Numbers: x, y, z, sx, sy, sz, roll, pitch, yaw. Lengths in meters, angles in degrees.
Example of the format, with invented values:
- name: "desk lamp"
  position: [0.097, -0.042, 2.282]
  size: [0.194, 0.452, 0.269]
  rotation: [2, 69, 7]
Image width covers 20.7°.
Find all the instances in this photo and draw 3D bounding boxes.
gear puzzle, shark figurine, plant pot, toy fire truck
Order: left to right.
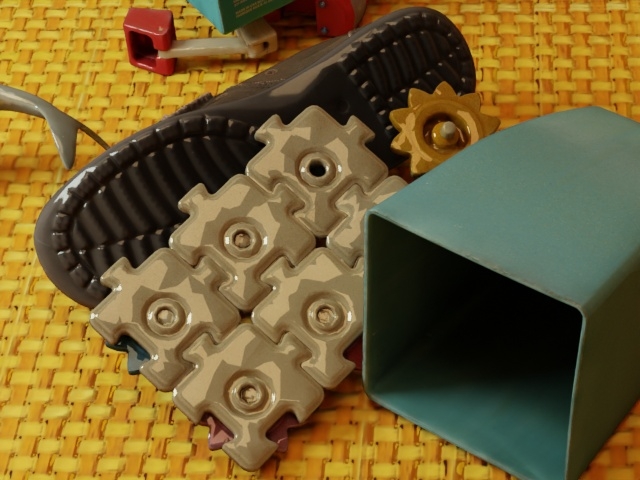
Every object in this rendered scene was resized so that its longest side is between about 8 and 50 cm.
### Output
- name: "shark figurine"
  position: [-0.318, -0.076, 1.392]
  size: [0.278, 0.116, 0.166]
  rotation: [-24, 80, -7]
- name: "toy fire truck"
  position: [-0.061, -0.196, 1.518]
  size: [0.192, 0.047, 0.135]
  rotation: [8, 46, 13]
- name: "gear puzzle"
  position: [0.000, 0.000, 1.256]
  size: [0.175, 0.044, 0.339]
  rotation: [42, 68, 9]
- name: "plant pot"
  position: [0.163, 0.018, 1.196]
  size: [0.165, 0.165, 0.234]
  rotation: [25, 45, 29]

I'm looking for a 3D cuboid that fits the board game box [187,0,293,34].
- name: "board game box"
  position: [-0.072, -0.341, 1.573]
  size: [0.253, 0.079, 0.336]
  rotation: [-29, 47, -20]

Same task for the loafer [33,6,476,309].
- name: "loafer"
  position: [-0.051, -0.056, 1.340]
  size: [0.366, 0.134, 0.130]
  rotation: [-27, 10, -17]
